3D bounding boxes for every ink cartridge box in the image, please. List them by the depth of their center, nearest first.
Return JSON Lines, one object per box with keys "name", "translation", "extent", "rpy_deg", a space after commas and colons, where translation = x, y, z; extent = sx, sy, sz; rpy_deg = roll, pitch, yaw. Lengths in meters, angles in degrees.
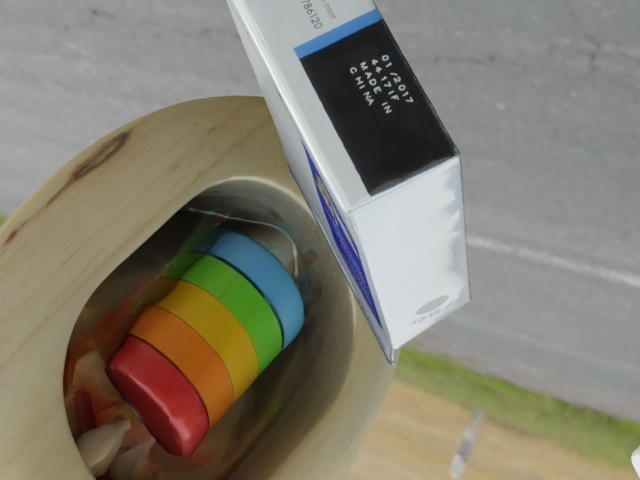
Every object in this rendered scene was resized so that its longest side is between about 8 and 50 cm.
{"name": "ink cartridge box", "translation": [0.019, -0.045, 0.787], "extent": [0.165, 0.065, 0.333], "rpy_deg": [62, 177, 17]}

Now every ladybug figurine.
{"name": "ladybug figurine", "translation": [-0.107, 0.075, 1.000], "extent": [0.162, 0.449, 0.305], "rpy_deg": [-13, 113, 49]}

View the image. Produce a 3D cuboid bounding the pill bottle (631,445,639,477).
{"name": "pill bottle", "translation": [0.432, 0.125, 1.193], "extent": [0.188, 0.334, 0.188], "rpy_deg": [49, 174, 7]}
